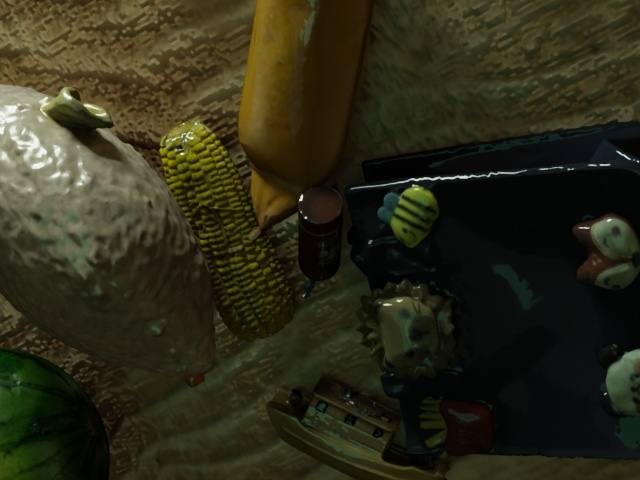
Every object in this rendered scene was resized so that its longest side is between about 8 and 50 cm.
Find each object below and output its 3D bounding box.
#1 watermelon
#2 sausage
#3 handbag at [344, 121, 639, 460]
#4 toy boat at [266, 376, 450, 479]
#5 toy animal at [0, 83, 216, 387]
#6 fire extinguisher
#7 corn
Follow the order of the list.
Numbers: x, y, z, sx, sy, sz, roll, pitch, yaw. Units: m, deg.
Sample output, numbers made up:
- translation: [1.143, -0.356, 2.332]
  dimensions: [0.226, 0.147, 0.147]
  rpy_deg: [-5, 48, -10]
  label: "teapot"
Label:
- translation: [-0.343, 0.233, 1.614]
  dimensions: [0.242, 0.242, 0.242]
  rpy_deg: [6, 114, 13]
  label: "watermelon"
- translation: [-0.019, -0.146, 1.429]
  dimensions: [0.112, 0.112, 0.328]
  rpy_deg: [15, 117, 9]
  label: "sausage"
- translation: [0.191, 0.060, 1.453]
  dimensions: [0.329, 0.122, 0.303]
  rpy_deg: [-6, 112, 20]
  label: "handbag"
- translation: [0.041, 0.201, 1.591]
  dimensions: [0.200, 0.057, 0.077]
  rpy_deg: [26, 111, 3]
  label: "toy boat"
- translation: [-0.226, -0.006, 1.448]
  dimensions: [0.188, 0.226, 0.358]
  rpy_deg: [-43, 83, -5]
  label: "toy animal"
- translation: [0.000, 0.000, 1.484]
  dimensions: [0.043, 0.064, 0.158]
  rpy_deg: [31, 158, 13]
  label: "fire extinguisher"
- translation: [-0.095, -0.007, 1.524]
  dimensions: [0.080, 0.080, 0.231]
  rpy_deg: [-17, 107, 22]
  label: "corn"
